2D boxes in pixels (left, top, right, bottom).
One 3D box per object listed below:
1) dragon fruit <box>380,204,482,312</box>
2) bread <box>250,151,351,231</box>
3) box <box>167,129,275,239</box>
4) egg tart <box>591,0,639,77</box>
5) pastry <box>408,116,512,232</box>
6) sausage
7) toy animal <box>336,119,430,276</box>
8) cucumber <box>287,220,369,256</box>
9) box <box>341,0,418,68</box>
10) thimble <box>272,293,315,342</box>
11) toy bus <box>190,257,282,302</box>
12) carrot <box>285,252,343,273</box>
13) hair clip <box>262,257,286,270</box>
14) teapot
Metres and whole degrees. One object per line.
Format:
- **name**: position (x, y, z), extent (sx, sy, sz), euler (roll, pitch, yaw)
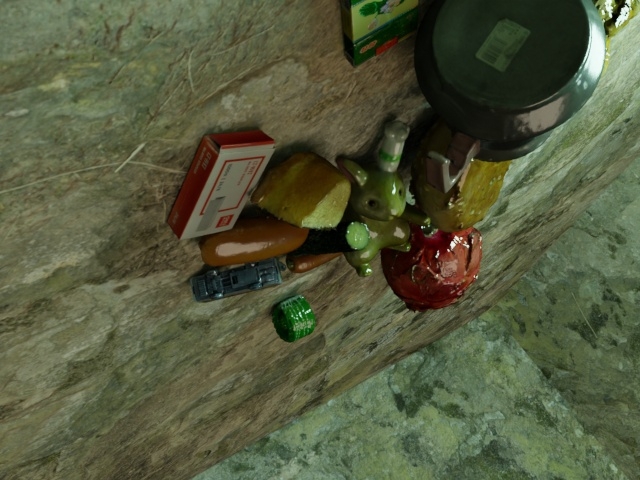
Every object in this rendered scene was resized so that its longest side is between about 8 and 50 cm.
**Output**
- **dragon fruit**: position (0.304, 0.043, 1.850), extent (0.295, 0.296, 0.302), euler (-31, 155, -12)
- **bread**: position (-0.021, -0.098, 1.281), extent (0.134, 0.129, 0.260), euler (-63, 163, 13)
- **box**: position (-0.173, -0.098, 1.164), extent (0.122, 0.050, 0.229), euler (-15, 150, -43)
- **egg tart**: position (0.552, -0.427, 1.326), extent (0.297, 0.132, 0.297), euler (15, 90, -73)
- **pastry**: position (0.315, -0.182, 1.536), extent (0.284, 0.184, 0.316), euler (-22, 135, -45)
- **sausage**: position (-0.133, -0.004, 1.341), extent (0.238, 0.098, 0.098), euler (-12, 149, -32)
- **toy animal**: position (0.125, -0.078, 1.477), extent (0.181, 0.180, 0.363), euler (-24, 154, -18)
- **cucumber**: position (0.000, 0.000, 1.474), extent (0.067, 0.068, 0.293), euler (-22, -173, -32)
- **box**: position (0.092, -0.374, 1.022), extent (0.132, 0.034, 0.235), euler (-33, 158, -9)
- **thimble**: position (-0.075, 0.217, 1.863), extent (0.090, 0.118, 0.130), euler (-20, 127, -26)
- **toy bus**: position (-0.178, 0.086, 1.440), extent (0.190, 0.064, 0.075), euler (-14, 170, 6)
- **carrot**: position (0.005, 0.025, 1.655), extent (0.225, 0.067, 0.067), euler (-24, 155, -33)
- **hair clip**: position (-0.120, 0.033, 1.520), extent (0.229, 0.070, 0.039), euler (53, 54, -75)
- **teapot**: position (0.314, -0.265, 1.215), extent (0.376, 0.305, 0.361), euler (-55, 164, 1)
